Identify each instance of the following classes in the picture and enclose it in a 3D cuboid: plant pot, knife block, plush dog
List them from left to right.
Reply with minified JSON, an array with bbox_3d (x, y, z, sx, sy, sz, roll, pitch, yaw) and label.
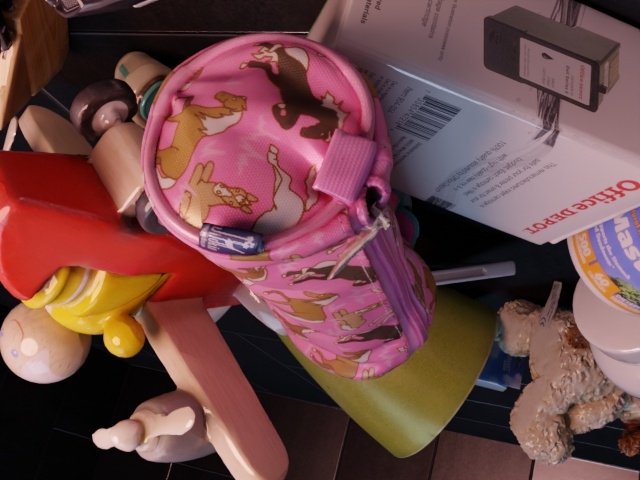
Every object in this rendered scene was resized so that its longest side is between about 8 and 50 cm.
[{"bbox_3d":[-0.271,-0.233,0.708,0.088,0.242,0.275,20,-154,-9],"label":"knife block"},{"bbox_3d":[0.069,0.139,1.282,0.293,0.274,0.275,33,160,-5],"label":"plant pot"},{"bbox_3d":[0.404,0.187,1.207,0.225,0.262,0.210,17,139,-27],"label":"plush dog"}]

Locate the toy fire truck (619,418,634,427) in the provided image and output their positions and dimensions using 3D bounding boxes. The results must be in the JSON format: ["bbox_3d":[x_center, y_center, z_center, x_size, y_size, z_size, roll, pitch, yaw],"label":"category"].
[{"bbox_3d":[0.579,0.300,1.306,0.217,0.246,0.158,-2,155,43],"label":"toy fire truck"}]

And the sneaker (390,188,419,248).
[{"bbox_3d":[0.027,-0.015,1.037,0.178,0.123,0.295,26,160,-3],"label":"sneaker"}]

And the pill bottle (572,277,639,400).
[{"bbox_3d":[0.439,0.125,1.013,0.176,0.176,0.318,-3,155,44],"label":"pill bottle"}]

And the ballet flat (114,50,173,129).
[{"bbox_3d":[-0.145,-0.126,0.925,0.086,0.086,0.248,6,158,26],"label":"ballet flat"}]

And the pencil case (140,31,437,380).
[{"bbox_3d":[0.000,0.000,0.669,0.160,0.167,0.386,-17,157,6],"label":"pencil case"}]

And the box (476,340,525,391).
[{"bbox_3d":[0.270,0.198,1.474,0.178,0.109,0.042,14,158,5],"label":"box"}]

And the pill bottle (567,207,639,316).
[{"bbox_3d":[0.328,-0.033,0.672,0.152,0.152,0.272,17,162,-5],"label":"pill bottle"}]

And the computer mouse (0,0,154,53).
[{"bbox_3d":[-0.157,-0.238,0.553,0.262,0.184,0.060,-18,-160,1],"label":"computer mouse"}]

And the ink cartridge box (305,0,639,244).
[{"bbox_3d":[0.122,-0.110,0.668,0.273,0.114,0.198,20,162,-11],"label":"ink cartridge box"}]

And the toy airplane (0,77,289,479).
[{"bbox_3d":[-0.192,0.041,0.834,0.384,0.272,0.386,50,-178,-22],"label":"toy airplane"}]

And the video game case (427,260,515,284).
[{"bbox_3d":[0.138,0.049,1.119,0.173,0.022,0.190,-6,180,-19],"label":"video game case"}]
